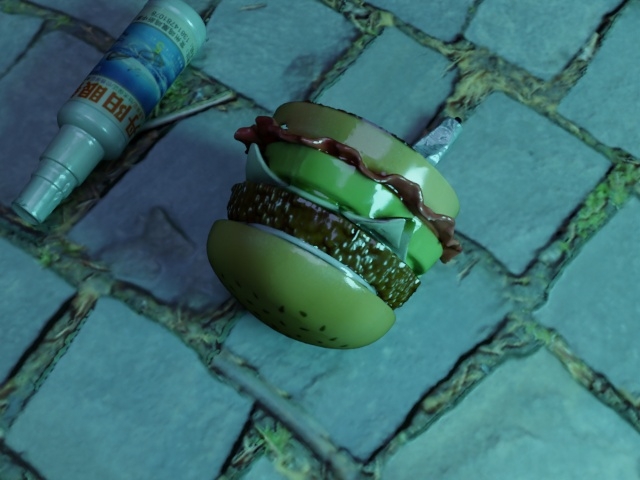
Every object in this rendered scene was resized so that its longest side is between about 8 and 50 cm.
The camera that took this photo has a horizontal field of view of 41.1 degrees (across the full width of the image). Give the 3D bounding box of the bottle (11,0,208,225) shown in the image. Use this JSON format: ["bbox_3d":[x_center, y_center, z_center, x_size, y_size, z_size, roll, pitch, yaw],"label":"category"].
[{"bbox_3d":[-0.167,-0.103,0.675,0.060,0.060,0.217,26,66,9],"label":"bottle"}]

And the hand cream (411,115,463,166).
[{"bbox_3d":[0.085,-0.068,0.698,0.030,0.019,0.093,42,75,14],"label":"hand cream"}]

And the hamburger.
[{"bbox_3d":[0.003,0.002,0.581,0.175,0.175,0.136,26,78,9],"label":"hamburger"}]
